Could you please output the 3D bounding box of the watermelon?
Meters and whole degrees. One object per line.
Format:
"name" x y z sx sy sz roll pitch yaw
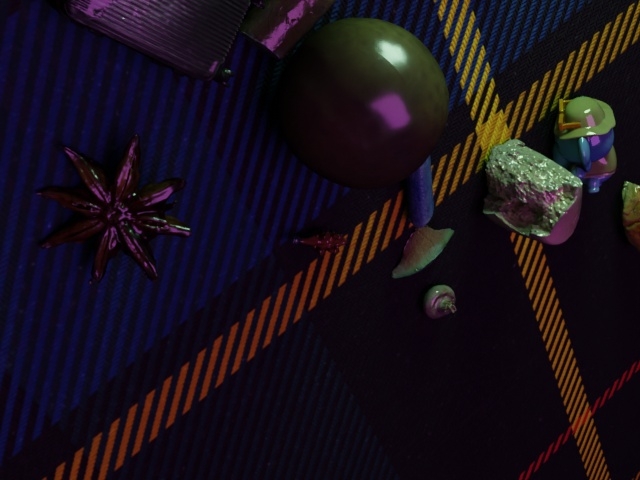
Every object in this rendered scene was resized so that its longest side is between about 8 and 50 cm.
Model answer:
"watermelon" 0.225 0.033 1.878 0.155 0.080 0.101 -56 166 -4

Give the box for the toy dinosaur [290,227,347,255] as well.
"toy dinosaur" 0.000 0.000 1.690 0.154 0.055 0.049 2 113 -45

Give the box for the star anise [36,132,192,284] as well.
"star anise" -0.340 -0.056 1.406 0.272 0.102 0.271 -2 107 -6

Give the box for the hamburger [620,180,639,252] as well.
"hamburger" 0.876 -0.057 2.246 0.208 0.135 0.155 35 87 -38

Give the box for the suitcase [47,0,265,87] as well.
"suitcase" -0.244 -0.378 1.294 0.312 0.128 0.202 22 97 -39

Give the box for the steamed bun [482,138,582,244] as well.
"steamed bun" 0.466 -0.092 1.873 0.170 0.225 0.200 -33 128 -19

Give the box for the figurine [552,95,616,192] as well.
"figurine" 0.623 -0.215 1.981 0.180 0.154 0.262 -37 125 -30

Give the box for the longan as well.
"longan" 0.079 -0.239 1.495 0.319 0.319 0.318 -15 119 -30

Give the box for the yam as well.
"yam" -0.029 -0.427 1.448 0.259 0.106 0.106 -51 130 -3

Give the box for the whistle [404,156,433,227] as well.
"whistle" 0.201 -0.172 1.754 0.062 0.062 0.304 -24 123 -25

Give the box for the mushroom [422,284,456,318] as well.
"mushroom" 0.281 0.147 1.945 0.085 0.079 0.085 -18 126 -26
